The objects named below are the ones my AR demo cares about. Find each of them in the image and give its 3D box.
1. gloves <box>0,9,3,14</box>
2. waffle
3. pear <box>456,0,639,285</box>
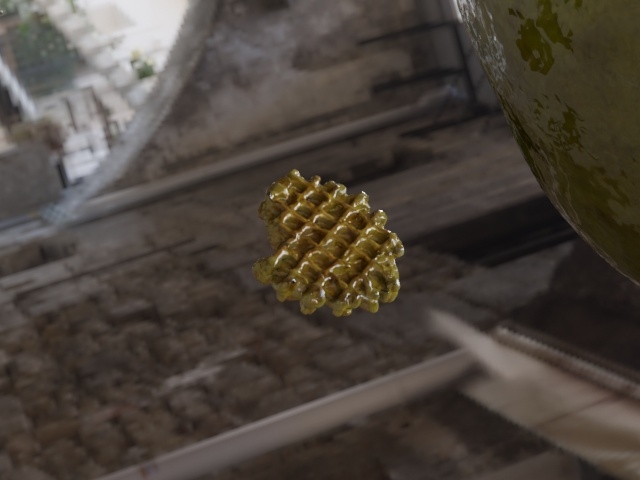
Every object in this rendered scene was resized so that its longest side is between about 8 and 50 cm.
[{"bbox_3d":[-0.309,-0.397,1.691,0.141,0.331,0.154,50,-14,13],"label":"gloves"},{"bbox_3d":[0.000,0.001,2.030,0.253,0.249,0.056,59,-41,29],"label":"waffle"},{"bbox_3d":[0.247,-0.140,0.831,0.413,0.352,0.352,-122,-159,-54],"label":"pear"}]
